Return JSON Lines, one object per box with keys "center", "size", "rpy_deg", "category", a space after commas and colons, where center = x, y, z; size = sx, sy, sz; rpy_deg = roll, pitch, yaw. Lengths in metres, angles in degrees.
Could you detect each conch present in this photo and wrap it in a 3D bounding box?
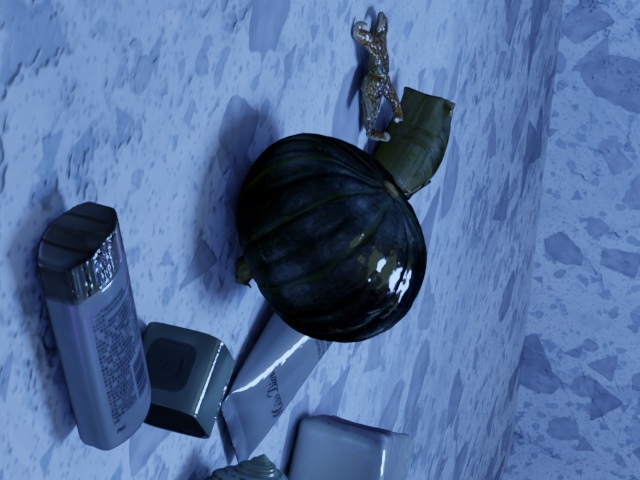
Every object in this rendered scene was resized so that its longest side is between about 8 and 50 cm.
{"center": [-0.097, 0.309, 1.586], "size": [0.153, 0.102, 0.135], "rpy_deg": [-47, -178, 13], "category": "conch"}

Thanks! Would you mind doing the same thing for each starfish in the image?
{"center": [0.070, -0.228, 1.888], "size": [0.209, 0.053, 0.150], "rpy_deg": [64, 28, -59], "category": "starfish"}

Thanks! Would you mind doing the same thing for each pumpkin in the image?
{"center": [0.000, 0.000, 1.540], "size": [0.250, 0.216, 0.250], "rpy_deg": [-21, 90, -80], "category": "pumpkin"}

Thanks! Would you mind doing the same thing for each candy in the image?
{"center": [0.019, 0.434, 1.998], "size": [0.208, 0.145, 0.358], "rpy_deg": [12, 91, -75], "category": "candy"}

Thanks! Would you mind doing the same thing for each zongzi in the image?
{"center": [0.124, -0.091, 2.079], "size": [0.204, 0.094, 0.205], "rpy_deg": [94, 19, -55], "category": "zongzi"}

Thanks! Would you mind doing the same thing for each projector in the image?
{"center": [-0.138, 0.136, 1.344], "size": [0.083, 0.083, 0.082], "rpy_deg": [71, 34, -61], "category": "projector"}

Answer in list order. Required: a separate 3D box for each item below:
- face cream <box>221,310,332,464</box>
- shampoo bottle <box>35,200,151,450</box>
{"center": [-0.035, 0.124, 1.722], "size": [0.314, 0.089, 0.143], "rpy_deg": [-55, 154, -31], "category": "face cream"}
{"center": [-0.189, 0.077, 1.175], "size": [0.227, 0.056, 0.086], "rpy_deg": [86, 24, -44], "category": "shampoo bottle"}
